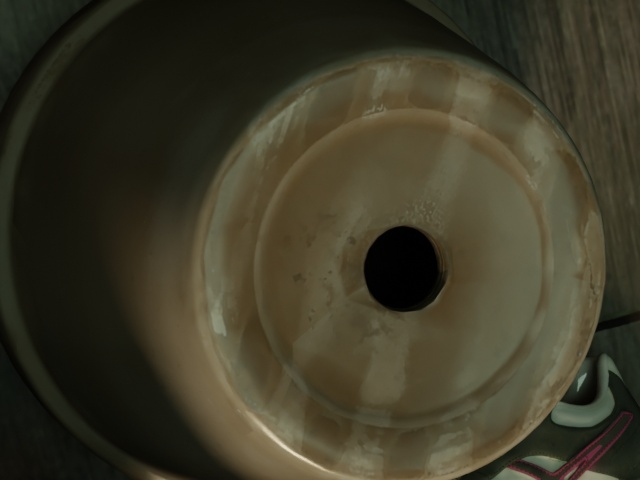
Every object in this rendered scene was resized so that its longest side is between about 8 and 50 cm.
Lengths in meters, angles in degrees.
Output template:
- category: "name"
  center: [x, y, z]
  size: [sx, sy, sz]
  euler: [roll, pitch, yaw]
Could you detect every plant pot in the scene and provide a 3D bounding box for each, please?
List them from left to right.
- category: "plant pot"
  center: [0.000, 0.000, 0.763]
  size: [0.323, 0.280, 0.323]
  euler: [-1, 95, -18]

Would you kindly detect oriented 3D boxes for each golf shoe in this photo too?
- category: "golf shoe"
  center: [0.091, 0.153, 0.883]
  size: [0.272, 0.105, 0.120]
  euler: [-15, 91, -37]
